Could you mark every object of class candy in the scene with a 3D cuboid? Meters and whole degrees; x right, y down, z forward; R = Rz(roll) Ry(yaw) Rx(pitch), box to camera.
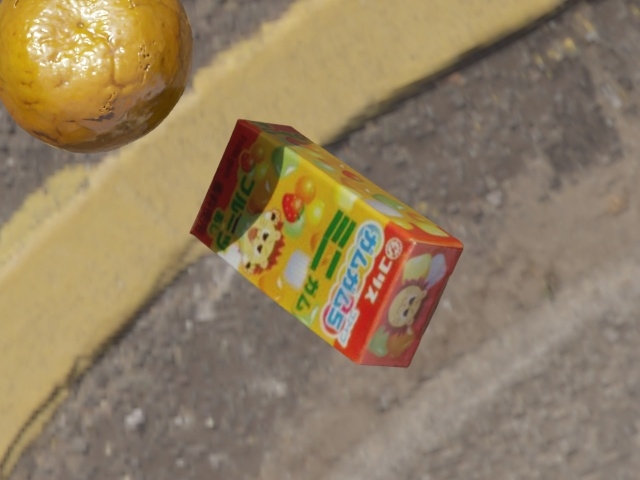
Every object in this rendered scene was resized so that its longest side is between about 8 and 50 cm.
[{"bbox_3d":[0.000,0.000,0.828,0.038,0.122,0.062,7,113,-48],"label":"candy"}]

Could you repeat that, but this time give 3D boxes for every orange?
[{"bbox_3d":[-0.092,-0.074,0.766,0.083,0.070,0.083,-1,80,6],"label":"orange"}]
